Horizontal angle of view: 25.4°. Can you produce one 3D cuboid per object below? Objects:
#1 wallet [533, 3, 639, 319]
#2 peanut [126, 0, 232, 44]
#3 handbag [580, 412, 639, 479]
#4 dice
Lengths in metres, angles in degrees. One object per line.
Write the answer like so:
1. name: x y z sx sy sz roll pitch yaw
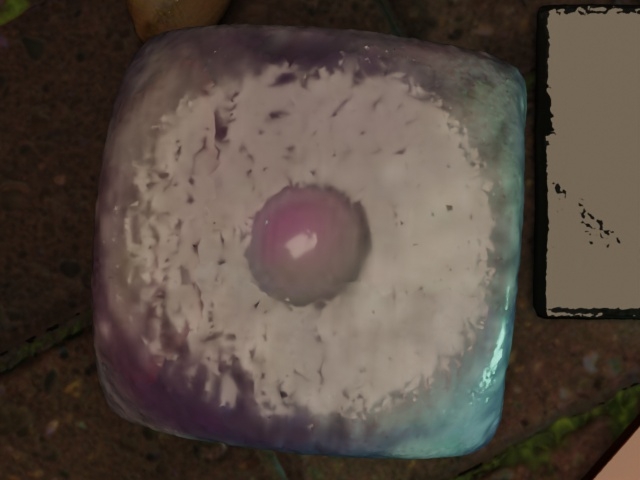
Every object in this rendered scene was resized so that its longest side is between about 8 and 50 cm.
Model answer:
1. wallet: 0.227 -0.060 1.097 0.124 0.025 0.244 0 91 4
2. peanut: -0.094 -0.213 1.099 0.076 0.076 0.152 36 94 4
3. handbag: 0.307 0.205 1.074 0.190 0.063 0.127 40 92 7
4. dice: 0.000 0.000 0.989 0.270 0.271 0.270 5 90 5
